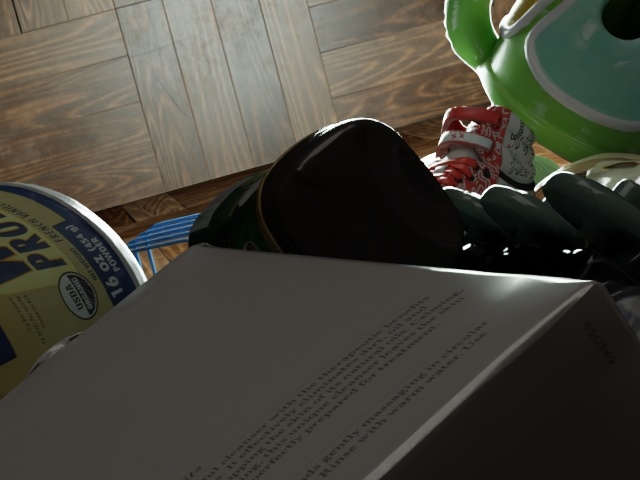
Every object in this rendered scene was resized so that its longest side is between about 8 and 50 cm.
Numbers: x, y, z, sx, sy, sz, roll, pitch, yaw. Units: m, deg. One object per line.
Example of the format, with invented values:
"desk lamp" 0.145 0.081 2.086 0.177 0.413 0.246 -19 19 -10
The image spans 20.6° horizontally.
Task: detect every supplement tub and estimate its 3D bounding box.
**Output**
"supplement tub" -0.272 0.100 1.163 0.228 0.228 0.316 -10 10 28

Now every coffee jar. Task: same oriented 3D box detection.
"coffee jar" 0.000 0.000 0.881 0.079 0.096 0.184 -40 6 -19

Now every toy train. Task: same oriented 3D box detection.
"toy train" 0.132 0.067 0.885 0.142 0.190 0.334 -55 10 -7

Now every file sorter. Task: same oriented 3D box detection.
"file sorter" -0.137 0.040 1.741 0.118 0.104 0.170 -13 9 13

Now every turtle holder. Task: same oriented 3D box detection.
"turtle holder" 0.288 -0.201 1.808 0.243 0.227 0.320 -6 41 -38

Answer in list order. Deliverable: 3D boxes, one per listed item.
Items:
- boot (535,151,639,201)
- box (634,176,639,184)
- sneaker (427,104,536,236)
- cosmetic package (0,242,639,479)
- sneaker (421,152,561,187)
"boot" 0.261 -0.026 1.594 0.213 0.077 0.165 -5 14 33
"box" 0.349 -0.013 1.224 0.243 0.117 0.213 -10 10 24
"sneaker" 0.109 -0.048 1.556 0.090 0.145 0.270 1 2 36
"cosmetic package" -0.015 0.117 0.715 0.197 0.155 0.365 -40 16 -17
"sneaker" 0.096 -0.035 1.871 0.293 0.108 0.169 -7 5 -13
